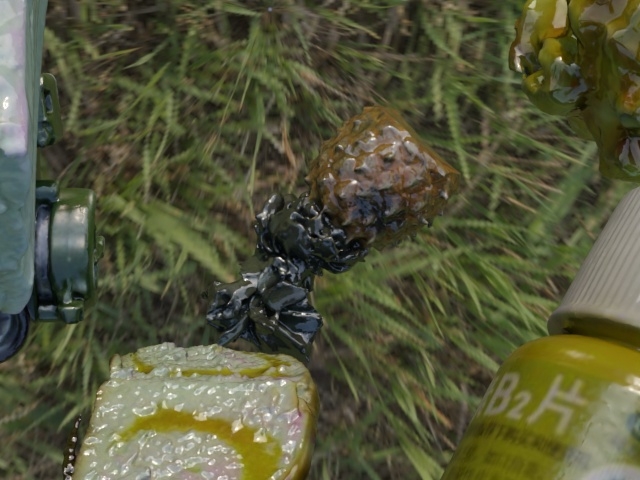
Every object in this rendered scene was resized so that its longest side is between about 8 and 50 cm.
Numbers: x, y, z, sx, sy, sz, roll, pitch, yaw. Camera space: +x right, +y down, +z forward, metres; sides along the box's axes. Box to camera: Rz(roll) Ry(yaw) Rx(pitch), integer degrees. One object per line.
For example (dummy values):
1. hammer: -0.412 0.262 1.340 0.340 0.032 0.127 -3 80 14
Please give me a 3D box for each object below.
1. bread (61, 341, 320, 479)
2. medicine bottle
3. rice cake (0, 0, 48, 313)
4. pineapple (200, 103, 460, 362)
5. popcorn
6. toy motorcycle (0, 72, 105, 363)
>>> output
1. bread: -0.079 0.162 1.070 0.158 0.260 0.156 4 135 6
2. medicine bottle: 0.210 0.168 1.106 0.224 0.224 0.384 33 74 -6
3. rice cake: -0.114 -0.100 0.563 0.043 0.127 0.237 4 59 -9
4. pineapple: 0.000 0.000 1.285 0.237 0.119 0.111 -44 110 4
5. popcorn: 0.379 -0.204 1.619 0.326 0.290 0.321 21 114 -21
6. toy motorcycle: -0.256 -0.052 1.097 0.205 0.127 0.275 0 108 -3
